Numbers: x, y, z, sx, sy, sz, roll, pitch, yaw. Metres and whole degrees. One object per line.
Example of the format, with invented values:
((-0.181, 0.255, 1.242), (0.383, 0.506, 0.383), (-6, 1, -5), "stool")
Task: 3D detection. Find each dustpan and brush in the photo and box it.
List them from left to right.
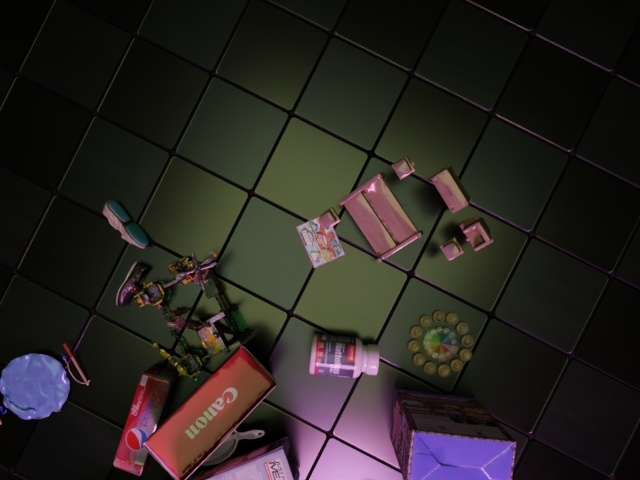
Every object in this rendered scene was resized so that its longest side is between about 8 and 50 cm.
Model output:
((-0.253, 0.534, 1.308), (0.210, 0.060, 0.148), (-10, 89, 0), "dustpan and brush")

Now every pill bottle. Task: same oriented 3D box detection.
((0.063, 0.311, 1.283), (0.179, 0.108, 0.108), (5, 90, 0), "pill bottle")

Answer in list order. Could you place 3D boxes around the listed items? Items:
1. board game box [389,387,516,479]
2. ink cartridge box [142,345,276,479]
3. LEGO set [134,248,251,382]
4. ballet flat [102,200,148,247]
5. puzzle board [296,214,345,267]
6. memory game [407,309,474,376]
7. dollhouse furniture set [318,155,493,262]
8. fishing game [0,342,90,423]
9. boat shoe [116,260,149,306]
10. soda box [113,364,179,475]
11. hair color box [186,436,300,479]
((0.309, 0.492, 1.185), (0.231, 0.291, 0.141), (6, 91, 1), "board game box")
((-0.261, 0.410, 1.170), (0.130, 0.272, 0.309), (45, 74, 2), "ink cartridge box")
((-0.337, 0.202, 1.246), (0.254, 0.192, 0.332), (-21, 89, 0), "LEGO set")
((-0.541, -0.037, 1.328), (0.052, 0.057, 0.168), (-41, 85, 28), "ballet flat")
((0.000, 0.000, 1.333), (0.096, 0.011, 0.128), (-24, 89, 0), "puzzle board")
((0.334, 0.286, 1.326), (0.185, 0.012, 0.187), (0, 89, 0), "memory game")
((0.232, -0.043, 1.305), (0.355, 0.173, 0.303), (-33, 88, 22), "dollhouse furniture set")
((-0.787, 0.402, 1.329), (0.263, 0.041, 0.189), (-28, 97, -5), "fishing game")
((-0.519, 0.125, 1.320), (0.041, 0.049, 0.133), (26, 86, 9), "boat shoe")
((-0.468, 0.481, 1.295), (0.083, 0.092, 0.264), (19, 89, 0), "soda box")
((-0.246, 0.637, 1.222), (0.373, 0.185, 0.114), (-20, 78, -5), "hair color box")
